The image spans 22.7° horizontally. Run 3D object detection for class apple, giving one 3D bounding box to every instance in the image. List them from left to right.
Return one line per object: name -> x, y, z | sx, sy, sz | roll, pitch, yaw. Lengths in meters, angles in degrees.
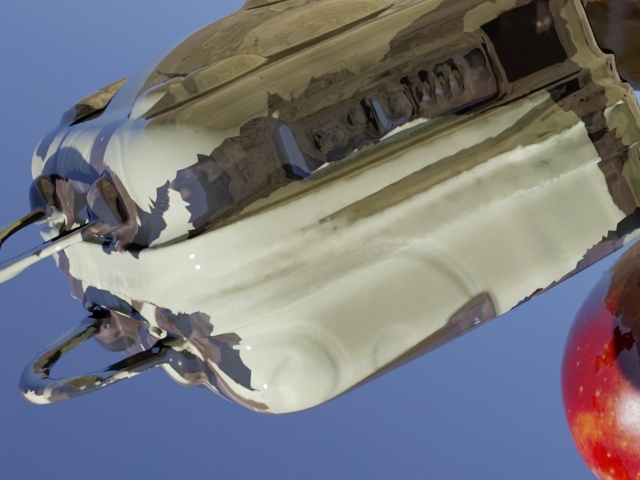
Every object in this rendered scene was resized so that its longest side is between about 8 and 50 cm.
apple -> 0.353, 0.100, 1.277 | 0.288, 0.317, 0.288 | 35, -168, -8

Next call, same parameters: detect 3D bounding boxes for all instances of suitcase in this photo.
suitcase -> -0.031, -0.030, 0.873 | 0.194, 0.339, 0.351 | 68, 163, -10

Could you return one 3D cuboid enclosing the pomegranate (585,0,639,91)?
pomegranate -> 0.267, -0.230, 1.221 | 0.248, 0.248, 0.248 | 26, -163, -9
